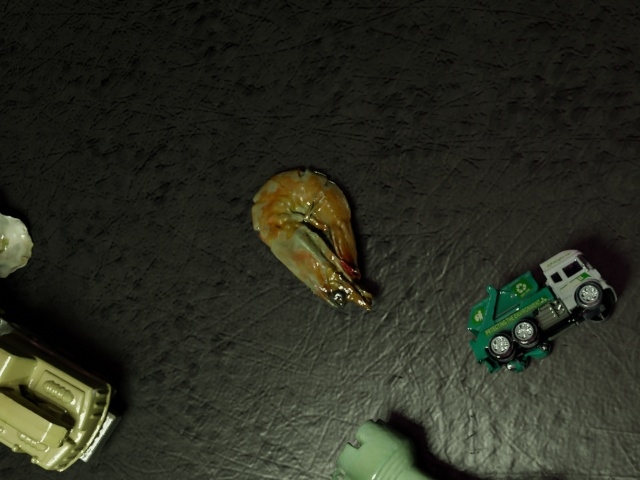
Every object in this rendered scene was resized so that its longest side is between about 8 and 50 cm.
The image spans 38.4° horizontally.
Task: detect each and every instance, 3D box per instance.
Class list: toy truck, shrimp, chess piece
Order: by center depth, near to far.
[{"bbox_3d":[0.165,0.382,1.309,0.299,0.195,0.194,31,91,30],"label":"chess piece"},{"bbox_3d":[0.312,0.099,1.341,0.216,0.110,0.116,-34,61,11],"label":"toy truck"},{"bbox_3d":[0.000,0.000,1.487,0.154,0.062,0.294,-38,70,3],"label":"shrimp"},{"bbox_3d":[-0.527,0.216,1.489,0.405,0.254,0.180,32,82,7],"label":"toy truck"}]

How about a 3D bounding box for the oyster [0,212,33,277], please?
[{"bbox_3d":[-0.708,0.052,1.693,0.238,0.115,0.351,44,101,11],"label":"oyster"}]
